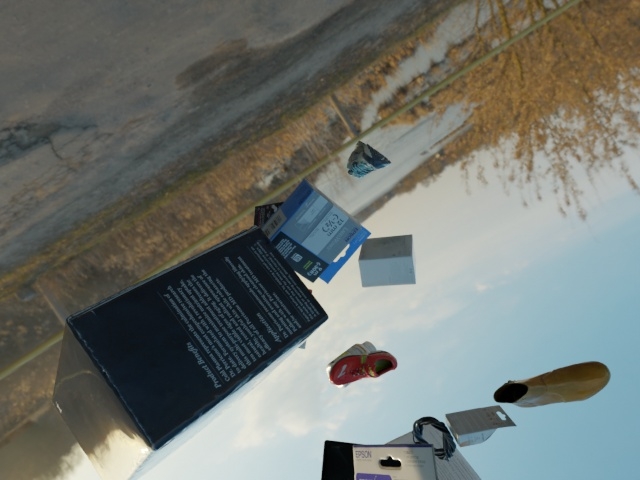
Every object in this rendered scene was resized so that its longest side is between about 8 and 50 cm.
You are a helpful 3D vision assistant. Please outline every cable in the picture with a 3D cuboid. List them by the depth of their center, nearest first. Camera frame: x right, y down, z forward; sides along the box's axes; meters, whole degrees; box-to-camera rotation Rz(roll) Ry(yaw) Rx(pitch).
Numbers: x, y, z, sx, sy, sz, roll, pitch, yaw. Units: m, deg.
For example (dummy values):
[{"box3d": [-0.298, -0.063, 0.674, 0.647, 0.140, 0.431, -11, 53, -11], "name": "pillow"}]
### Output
[{"box3d": [0.365, 0.640, 1.594, 0.047, 0.150, 0.185, -32, 145, -36], "name": "cable"}]

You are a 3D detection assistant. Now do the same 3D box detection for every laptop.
[{"box3d": [0.176, 1.023, 1.898, 0.236, 0.381, 0.408, 98, -1, -56], "name": "laptop"}]

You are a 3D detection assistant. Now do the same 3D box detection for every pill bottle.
[{"box3d": [0.135, 0.505, 2.039, 0.215, 0.117, 0.117, -29, 177, -32], "name": "pill bottle"}]

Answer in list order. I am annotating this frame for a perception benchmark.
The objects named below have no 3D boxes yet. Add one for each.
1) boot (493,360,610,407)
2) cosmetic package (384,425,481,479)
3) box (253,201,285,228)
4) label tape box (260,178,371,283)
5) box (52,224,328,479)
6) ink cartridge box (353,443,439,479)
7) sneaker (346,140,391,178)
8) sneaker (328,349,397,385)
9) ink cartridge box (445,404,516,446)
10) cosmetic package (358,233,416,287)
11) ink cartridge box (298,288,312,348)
[{"box3d": [0.686, 0.438, 1.478, 0.211, 0.104, 0.295, 13, 142, -37], "name": "boot"}, {"box3d": [0.400, 1.044, 2.125, 0.393, 0.327, 0.329, -1, 132, -45], "name": "cosmetic package"}, {"box3d": [-0.134, -0.032, 1.902, 0.142, 0.164, 0.247, -7, 162, 28], "name": "box"}, {"box3d": [0.000, 0.000, 1.630, 0.249, 0.347, 0.115, -49, -148, 8], "name": "label tape box"}, {"box3d": [-0.313, 0.277, 1.153, 0.471, 0.297, 0.480, -28, 165, -42], "name": "box"}, {"box3d": [0.184, 0.617, 1.096, 0.072, 0.308, 0.303, 14, 154, -27], "name": "ink cartridge box"}, {"box3d": [0.161, -0.267, 1.750, 0.122, 0.110, 0.283, -54, -167, 8], "name": "sneaker"}, {"box3d": [0.165, 0.482, 1.879, 0.278, 0.108, 0.118, -14, -174, -19], "name": "sneaker"}, {"box3d": [0.490, 0.567, 1.521, 0.179, 0.045, 0.145, -7, -174, 0], "name": "ink cartridge box"}, {"box3d": [0.285, 0.084, 2.096, 0.224, 0.138, 0.224, -7, -158, 13], "name": "cosmetic package"}, {"box3d": [-0.109, 0.304, 1.974, 0.134, 0.231, 0.078, 9, -179, -7], "name": "ink cartridge box"}]
